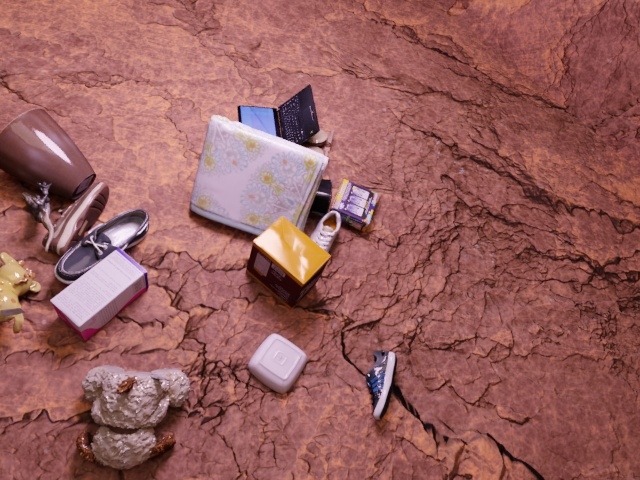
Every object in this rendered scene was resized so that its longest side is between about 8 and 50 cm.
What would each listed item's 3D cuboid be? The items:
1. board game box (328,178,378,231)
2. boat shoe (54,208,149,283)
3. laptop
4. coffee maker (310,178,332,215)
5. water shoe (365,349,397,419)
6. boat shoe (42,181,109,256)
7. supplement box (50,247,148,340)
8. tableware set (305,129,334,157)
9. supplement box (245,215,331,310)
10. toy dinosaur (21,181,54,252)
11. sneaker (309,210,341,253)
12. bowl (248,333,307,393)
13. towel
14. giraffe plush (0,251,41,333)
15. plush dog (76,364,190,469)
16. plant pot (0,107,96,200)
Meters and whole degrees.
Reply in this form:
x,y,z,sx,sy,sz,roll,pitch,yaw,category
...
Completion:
x,y,z,sx,sy,sz,roll,pitch,yaw,category
0.117,-0.125,1.746,0.141,0.048,0.170,23,47,0,board game box
-0.612,0.005,1.407,0.114,0.091,0.302,39,47,-1,boat shoe
-0.158,-0.447,1.819,0.137,0.264,0.234,25,47,-47,laptop
-0.052,-0.160,1.649,0.179,0.171,0.120,7,70,-6,coffee maker
0.167,0.418,1.446,0.080,0.072,0.203,7,54,19,water shoe
-0.719,-0.077,1.456,0.095,0.095,0.257,18,56,2,boat shoe
-0.589,0.145,1.347,0.114,0.111,0.220,38,56,8,supplement box
-0.025,-0.345,1.852,0.128,0.039,0.194,6,48,6,tableware set
-0.101,0.071,1.487,0.191,0.194,0.129,40,58,9,supplement box
-0.779,-0.089,1.391,0.064,0.118,0.268,-6,37,-38,toy dinosaur
0.000,0.000,1.623,0.088,0.092,0.228,25,57,-3,sneaker
-0.118,0.341,1.405,0.142,0.053,0.142,34,58,6,bowl
-0.195,-0.177,1.542,0.375,0.320,0.090,19,25,-6,towel
-0.823,0.125,1.275,0.211,0.181,0.170,3,37,-3,giraffe plush
-0.455,0.429,1.189,0.263,0.210,0.225,6,85,-11,plush dog
-0.796,-0.233,1.477,0.230,0.215,0.215,39,56,-8,plant pot
